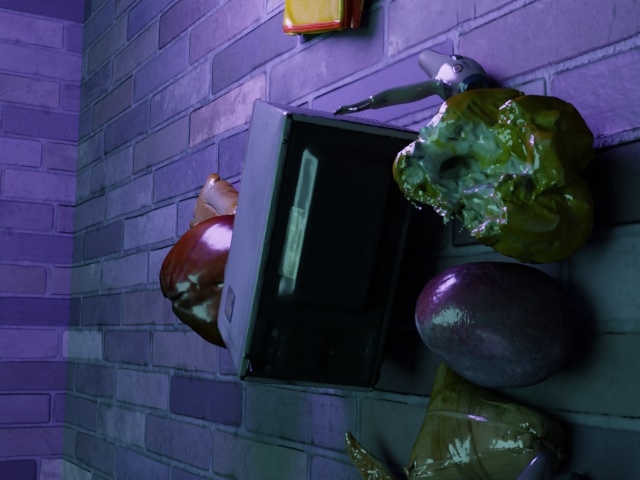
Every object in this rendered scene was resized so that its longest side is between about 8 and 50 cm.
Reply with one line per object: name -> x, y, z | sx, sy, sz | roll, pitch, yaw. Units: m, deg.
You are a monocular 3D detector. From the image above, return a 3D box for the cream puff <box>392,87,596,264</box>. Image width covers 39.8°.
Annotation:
cream puff -> 0.212, -0.078, 0.968 | 0.221, 0.195, 0.194 | 40, 121, 35

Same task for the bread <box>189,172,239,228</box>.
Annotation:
bread -> -0.186, -0.039, 1.723 | 0.225, 0.081, 0.134 | 46, 120, 55

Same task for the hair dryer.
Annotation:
hair dryer -> 0.113, -0.204, 1.156 | 0.167, 0.199, 0.067 | -93, -8, -64

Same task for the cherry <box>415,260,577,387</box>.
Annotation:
cherry -> 0.189, 0.089, 0.976 | 0.176, 0.176, 0.140 | -1, 62, 60

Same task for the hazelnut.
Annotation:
hazelnut -> -0.159, 0.078, 1.520 | 0.251, 0.217, 0.217 | 53, 135, 17

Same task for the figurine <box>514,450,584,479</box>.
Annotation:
figurine -> 0.143, 0.386, 0.860 | 0.361, 0.266, 0.377 | -118, 41, -82

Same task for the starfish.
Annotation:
starfish -> 0.129, 0.338, 1.161 | 0.231, 0.048, 0.295 | -59, 44, 29

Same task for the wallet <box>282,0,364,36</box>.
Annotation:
wallet -> 0.008, -0.412, 1.469 | 0.241, 0.067, 0.141 | -156, 69, -63

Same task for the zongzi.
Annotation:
zongzi -> 0.198, 0.199, 1.040 | 0.194, 0.099, 0.197 | -20, 39, 40

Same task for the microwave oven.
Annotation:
microwave oven -> 0.000, 0.000, 1.235 | 0.286, 0.218, 0.355 | -141, 60, -71
